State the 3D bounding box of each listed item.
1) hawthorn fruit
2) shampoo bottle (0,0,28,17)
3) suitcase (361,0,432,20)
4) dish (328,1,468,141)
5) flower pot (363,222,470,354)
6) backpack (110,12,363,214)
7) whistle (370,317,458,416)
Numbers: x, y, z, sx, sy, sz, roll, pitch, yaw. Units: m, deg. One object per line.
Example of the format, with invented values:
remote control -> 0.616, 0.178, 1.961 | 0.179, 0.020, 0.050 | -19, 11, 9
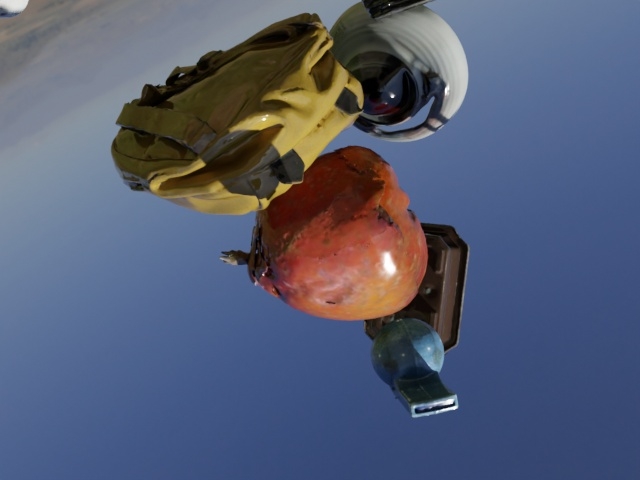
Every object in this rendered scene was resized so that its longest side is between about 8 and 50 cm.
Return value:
hawthorn fruit -> 0.000, 0.000, 1.235 | 0.308, 0.275, 0.276 | -16, -160, 6
shampoo bottle -> -0.434, -0.294, 0.934 | 0.074, 0.073, 0.192 | -11, -177, 41
suitcase -> 0.188, -0.411, 1.014 | 0.230, 0.152, 0.335 | -34, -162, -20
dish -> 0.110, -0.274, 1.436 | 0.273, 0.273, 0.133 | -14, -152, 36
flower pot -> 0.167, 0.087, 1.469 | 0.179, 0.250, 0.084 | 6, 177, 16
backpack -> -0.125, -0.173, 1.191 | 0.378, 0.201, 0.353 | 9, -135, 48
whistle -> 0.101, 0.131, 0.903 | 0.090, 0.090, 0.158 | -29, -172, -5
